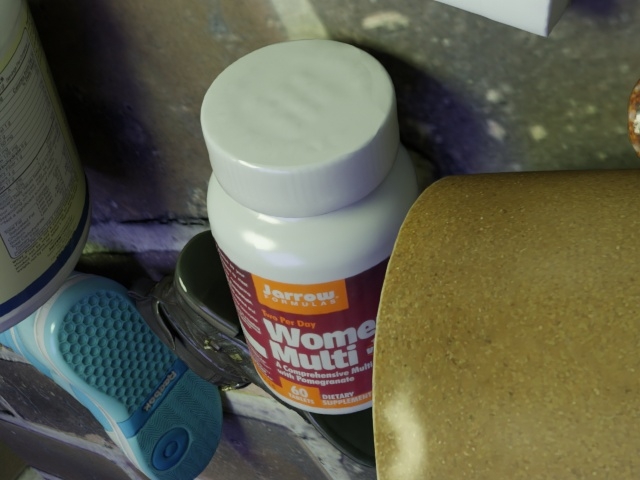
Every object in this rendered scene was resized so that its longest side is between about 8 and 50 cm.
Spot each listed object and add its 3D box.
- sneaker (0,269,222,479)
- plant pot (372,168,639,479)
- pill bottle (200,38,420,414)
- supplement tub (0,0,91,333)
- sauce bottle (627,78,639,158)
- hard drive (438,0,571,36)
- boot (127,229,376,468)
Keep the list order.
[{"bbox_3d":[-0.240,0.131,0.982,0.208,0.127,0.319,19,145,39],"label":"sneaker"},{"bbox_3d":[0.186,0.070,0.355,0.254,0.237,0.237,-9,128,32],"label":"plant pot"},{"bbox_3d":[0.000,0.000,0.534,0.121,0.121,0.221,23,147,25],"label":"pill bottle"},{"bbox_3d":[-0.304,-0.095,0.617,0.235,0.235,0.325,27,148,19],"label":"supplement tub"},{"bbox_3d":[0.186,-0.051,0.347,0.128,0.042,0.042,0,133,44],"label":"sauce bottle"},{"bbox_3d":[-0.033,-0.215,0.357,0.307,0.040,0.203,25,148,21],"label":"hard drive"},{"bbox_3d":[-0.049,0.100,0.779,0.263,0.091,0.229,44,155,-2],"label":"boot"}]
